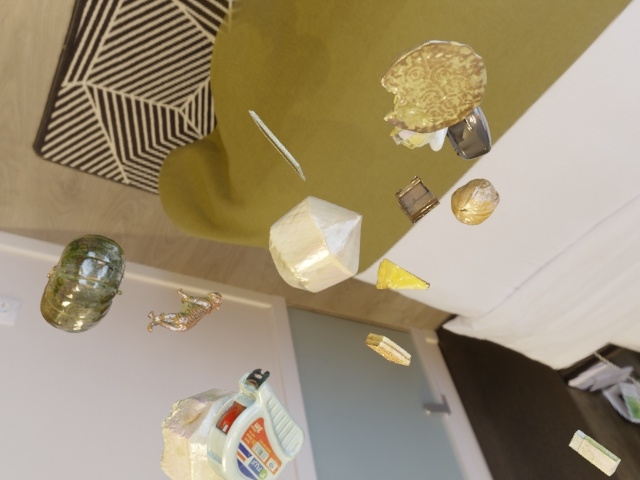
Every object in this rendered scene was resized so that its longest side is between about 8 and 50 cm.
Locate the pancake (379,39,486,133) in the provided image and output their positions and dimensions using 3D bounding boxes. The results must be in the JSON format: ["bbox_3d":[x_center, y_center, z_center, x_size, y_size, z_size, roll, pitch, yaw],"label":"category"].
[{"bbox_3d":[0.220,-0.295,0.999,0.211,0.029,0.235,-5,148,2],"label":"pancake"}]

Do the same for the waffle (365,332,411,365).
[{"bbox_3d":[0.235,0.378,1.757,0.148,0.042,0.102,37,160,-22],"label":"waffle"}]

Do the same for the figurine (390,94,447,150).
[{"bbox_3d":[0.233,-0.309,1.224,0.183,0.209,0.128,-35,-177,-32],"label":"figurine"}]

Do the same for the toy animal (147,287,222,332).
[{"bbox_3d":[-0.336,0.174,1.269,0.099,0.241,0.057,23,116,12],"label":"toy animal"}]

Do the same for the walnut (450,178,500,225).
[{"bbox_3d":[0.355,-0.091,1.165,0.124,0.105,0.105,-39,152,-39],"label":"walnut"}]

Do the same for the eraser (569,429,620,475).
[{"bbox_3d":[0.525,0.407,0.974,0.019,0.083,0.038,-12,123,-34],"label":"eraser"}]

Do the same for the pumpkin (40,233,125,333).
[{"bbox_3d":[-0.516,0.094,1.117,0.157,0.224,0.224,21,126,-24],"label":"pumpkin"}]

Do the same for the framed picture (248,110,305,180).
[{"bbox_3d":[-0.161,-0.365,1.969,0.018,0.293,0.231,-41,173,0],"label":"framed picture"}]

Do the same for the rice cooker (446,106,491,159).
[{"bbox_3d":[0.421,-0.332,1.474,0.118,0.142,0.203,-28,104,18],"label":"rice cooker"}]

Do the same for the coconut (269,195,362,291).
[{"bbox_3d":[0.000,0.000,1.651,0.328,0.329,0.329,-8,136,-8],"label":"coconut"}]

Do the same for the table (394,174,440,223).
[{"bbox_3d":[0.227,-0.098,1.203,0.083,0.070,0.082,-38,162,8],"label":"table"}]

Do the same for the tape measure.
[{"bbox_3d":[-0.171,0.490,1.283,0.246,0.125,0.243,-45,122,-26],"label":"tape measure"}]

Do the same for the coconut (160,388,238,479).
[{"bbox_3d":[-0.306,0.586,1.477,0.297,0.298,0.309,26,157,-34],"label":"coconut"}]

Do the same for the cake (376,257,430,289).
[{"bbox_3d":[0.270,0.107,1.672,0.184,0.080,0.116,-3,97,-2],"label":"cake"}]
